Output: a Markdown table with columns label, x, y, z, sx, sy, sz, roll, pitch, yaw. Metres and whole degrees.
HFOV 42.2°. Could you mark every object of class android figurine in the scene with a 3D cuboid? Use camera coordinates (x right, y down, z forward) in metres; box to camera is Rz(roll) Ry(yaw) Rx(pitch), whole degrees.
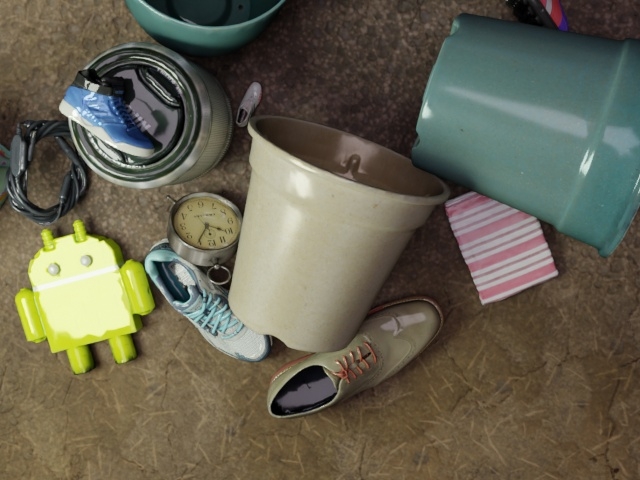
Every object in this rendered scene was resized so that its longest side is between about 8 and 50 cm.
| label | x | y | z | sx | sy | sz | roll | pitch | yaw |
| --- | --- | --- | --- | --- | --- | --- | --- | --- | --- |
| android figurine | -0.428 | 0.101 | 1.504 | 0.248 | 0.056 | 0.272 | -13 | 96 | 7 |

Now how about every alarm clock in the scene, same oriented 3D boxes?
| label | x | y | z | sx | sy | sz | roll | pitch | yaw |
| --- | --- | --- | --- | --- | --- | --- | --- | --- | --- |
| alarm clock | -0.193 | -0.002 | 1.424 | 0.129 | 0.064 | 0.192 | -6 | 54 | -22 |

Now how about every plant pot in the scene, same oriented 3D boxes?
| label | x | y | z | sx | sy | sz | roll | pitch | yaw |
| --- | --- | --- | --- | --- | --- | --- | --- | --- | --- |
| plant pot | 0.000 | 0.000 | 1.344 | 0.334 | 0.334 | 0.305 | 20 | 108 | 3 |
| plant pot | 0.335 | -0.184 | 1.284 | 0.334 | 0.341 | 0.341 | 18 | 97 | 11 |
| plant pot | -0.186 | -0.424 | 1.314 | 0.293 | 0.235 | 0.292 | 2 | 80 | -11 |

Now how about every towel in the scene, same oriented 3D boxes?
| label | x | y | z | sx | sy | sz | roll | pitch | yaw |
| --- | --- | --- | --- | --- | --- | --- | --- | --- | --- |
| towel | 0.313 | -0.001 | 1.441 | 0.144 | 0.029 | 0.197 | -22 | 96 | 7 |

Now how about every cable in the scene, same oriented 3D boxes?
| label | x | y | z | sx | sy | sz | roll | pitch | yaw |
| --- | --- | --- | --- | --- | --- | --- | --- | --- | --- |
| cable | -0.473 | -0.118 | 1.447 | 0.047 | 0.151 | 0.184 | 7 | 98 | 35 |

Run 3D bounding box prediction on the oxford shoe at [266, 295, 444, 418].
| label | x | y | z | sx | sy | sz | roll | pitch | yaw |
| --- | --- | --- | --- | --- | --- | --- | --- | --- | --- |
| oxford shoe | 0.062 | 0.215 | 1.431 | 0.348 | 0.130 | 0.123 | -34 | 92 | 8 |

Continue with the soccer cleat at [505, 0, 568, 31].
| label | x | y | z | sx | sy | sz | roll | pitch | yaw |
| --- | --- | --- | --- | --- | --- | --- | --- | --- | --- |
| soccer cleat | 0.331 | -0.470 | 1.355 | 0.116 | 0.108 | 0.318 | -33 | 90 | 3 |

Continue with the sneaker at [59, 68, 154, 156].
| label | x | y | z | sx | sy | sz | roll | pitch | yaw |
| --- | --- | --- | --- | --- | --- | --- | --- | --- | --- |
| sneaker | -0.291 | -0.187 | 1.181 | 0.152 | 0.058 | 0.084 | 32 | 106 | 8 |

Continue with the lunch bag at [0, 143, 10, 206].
| label | x | y | z | sx | sy | sz | roll | pitch | yaw |
| --- | --- | --- | --- | --- | --- | --- | --- | --- | --- |
| lunch bag | -0.650 | -0.079 | 1.400 | 0.160 | 0.262 | 0.223 | 37 | 97 | 1 |

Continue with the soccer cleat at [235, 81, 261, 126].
| label | x | y | z | sx | sy | sz | roll | pitch | yaw |
| --- | --- | --- | --- | --- | --- | --- | --- | --- | --- |
| soccer cleat | -0.126 | -0.237 | 1.450 | 0.029 | 0.035 | 0.083 | 26 | 98 | 2 |

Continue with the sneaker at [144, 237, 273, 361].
| label | x | y | z | sx | sy | sz | roll | pitch | yaw |
| --- | --- | --- | --- | --- | --- | --- | --- | --- | --- |
| sneaker | -0.205 | 0.117 | 1.449 | 0.283 | 0.122 | 0.110 | 43 | 98 | 0 |

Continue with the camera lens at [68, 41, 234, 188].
| label | x | y | z | sx | sy | sz | roll | pitch | yaw |
| --- | --- | --- | --- | --- | --- | --- | --- | --- | --- |
| camera lens | -0.264 | -0.197 | 1.347 | 0.220 | 0.274 | 0.219 | 0 | 96 | 5 |
